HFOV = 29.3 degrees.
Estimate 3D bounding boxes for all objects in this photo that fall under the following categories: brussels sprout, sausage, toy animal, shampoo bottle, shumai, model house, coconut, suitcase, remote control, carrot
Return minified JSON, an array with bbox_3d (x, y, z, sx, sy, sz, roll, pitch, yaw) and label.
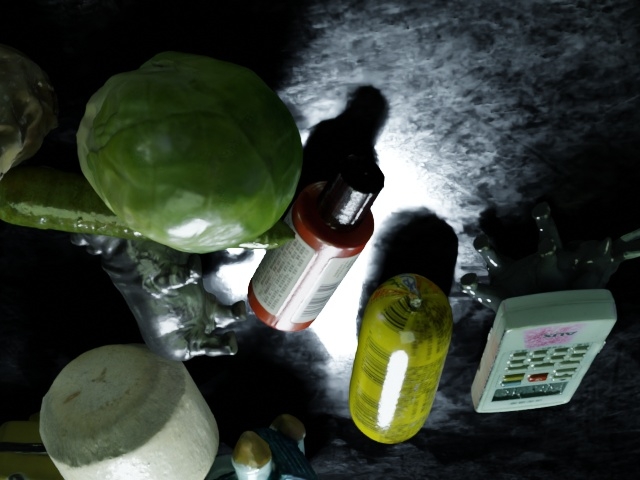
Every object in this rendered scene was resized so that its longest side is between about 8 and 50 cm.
[{"bbox_3d":[-0.142,-0.098,1.351,0.244,0.244,0.244,4,139,4],"label":"brussels sprout"},{"bbox_3d":[0.107,0.169,1.687,0.123,0.123,0.347,8,140,-1],"label":"sausage"},{"bbox_3d":[-0.227,0.018,1.581,0.168,0.106,0.343,-19,124,28],"label":"toy animal"},{"bbox_3d":[0.300,0.023,1.526,0.269,0.082,0.137,-20,135,23],"label":"toy animal"},{"bbox_3d":[0.000,0.000,1.522,0.104,0.104,0.278,19,138,-13],"label":"shampoo bottle"},{"bbox_3d":[-0.403,-0.121,1.377,0.206,0.175,0.166,-15,135,11],"label":"shumai"},{"bbox_3d":[-0.107,0.365,1.868,0.253,0.184,0.291,-18,137,-20],"label":"model house"},{"bbox_3d":[-0.276,0.287,1.798,0.237,0.237,0.266,-10,131,19],"label":"coconut"},{"bbox_3d":[-0.417,0.381,1.995,0.235,0.143,0.194,3,140,4],"label":"suitcase"},{"bbox_3d":[0.288,0.152,1.617,0.145,0.050,0.344,-6,155,-2],"label":"remote control"},{"bbox_3d":[-0.206,-0.033,1.452,0.359,0.074,0.074,8,139,-5],"label":"carrot"}]
